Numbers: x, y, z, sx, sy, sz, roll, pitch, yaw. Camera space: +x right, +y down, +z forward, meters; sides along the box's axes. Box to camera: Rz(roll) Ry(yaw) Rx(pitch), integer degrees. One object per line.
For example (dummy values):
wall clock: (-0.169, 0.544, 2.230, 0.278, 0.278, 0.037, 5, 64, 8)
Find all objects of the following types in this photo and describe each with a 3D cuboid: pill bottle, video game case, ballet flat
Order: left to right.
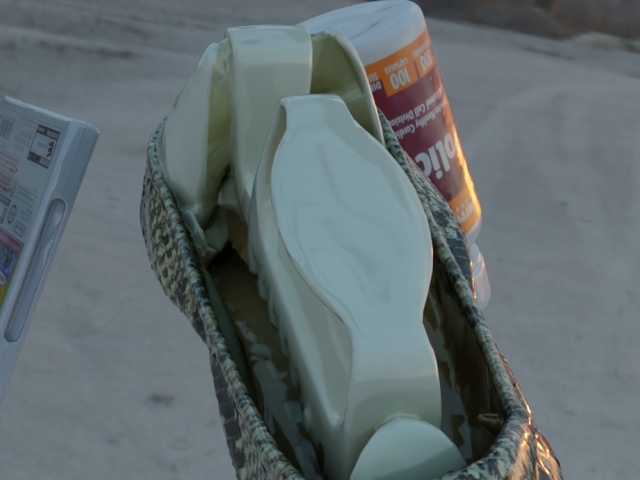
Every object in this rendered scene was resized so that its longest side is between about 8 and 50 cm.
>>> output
video game case: (-0.220, 0.001, 0.862, 0.023, 0.193, 0.212, 20, 1, -28)
ballet flat: (0.000, 0.000, 0.604, 0.164, 0.182, 0.483, -15, 34, -7)
pill bottle: (0.072, -0.080, 1.568, 0.224, 0.392, 0.224, -17, 22, 7)
